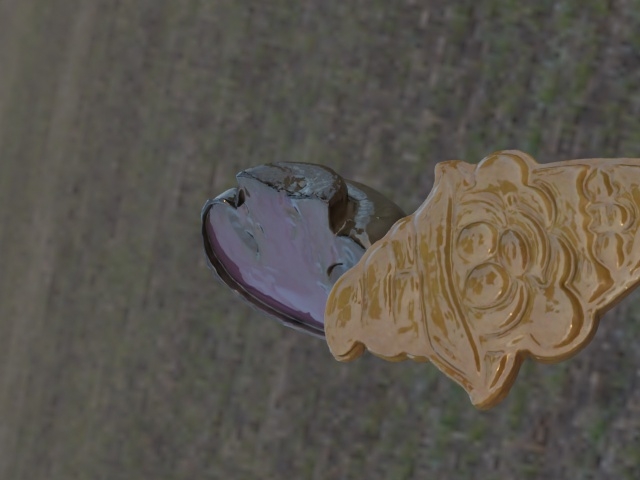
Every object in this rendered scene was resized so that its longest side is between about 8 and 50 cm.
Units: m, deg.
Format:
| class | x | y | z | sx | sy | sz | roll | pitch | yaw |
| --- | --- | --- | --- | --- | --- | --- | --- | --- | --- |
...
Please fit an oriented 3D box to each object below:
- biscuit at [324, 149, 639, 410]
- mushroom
| class | x | y | z | sx | sy | sz | roll | pitch | yaw |
| --- | --- | --- | --- | --- | --- | --- | --- | --- | --- |
| biscuit | 0.115 | 0.011 | 1.059 | 0.035 | 0.250 | 0.162 | 50 | -161 | -61 |
| mushroom | 0.000 | 0.000 | 1.423 | 0.117 | 0.188 | 0.141 | -33 | -50 | -50 |
